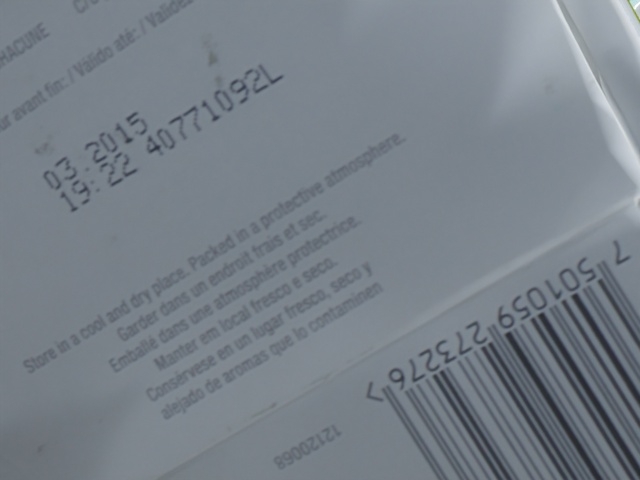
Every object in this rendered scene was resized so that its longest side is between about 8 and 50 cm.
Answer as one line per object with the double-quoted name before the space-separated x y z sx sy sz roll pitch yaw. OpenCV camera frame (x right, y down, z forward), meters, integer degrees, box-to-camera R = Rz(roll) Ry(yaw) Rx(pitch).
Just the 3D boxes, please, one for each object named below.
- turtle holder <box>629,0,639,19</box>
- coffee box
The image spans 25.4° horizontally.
"turtle holder" 0.289 -0.095 0.964 0.320 0.227 0.243 -10 -106 4
"coffee box" 0.000 0.000 0.642 0.337 0.334 0.338 -30 -85 14
